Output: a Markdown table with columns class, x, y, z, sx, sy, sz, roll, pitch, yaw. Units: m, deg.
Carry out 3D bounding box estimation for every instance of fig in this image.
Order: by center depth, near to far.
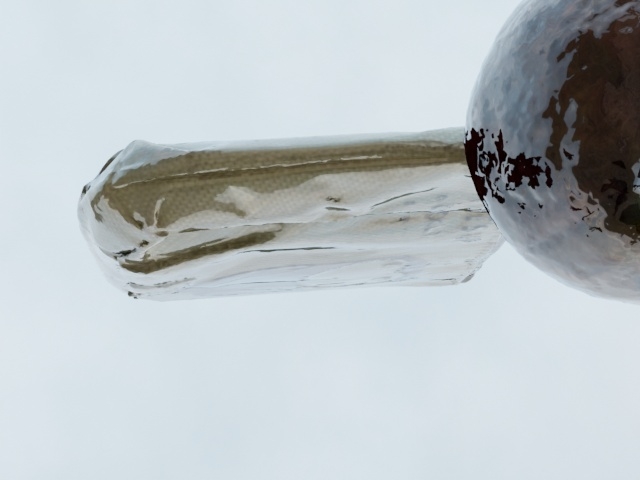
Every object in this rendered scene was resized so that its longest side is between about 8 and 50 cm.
| class | x | y | z | sx | sy | sz | roll | pitch | yaw |
| --- | --- | --- | --- | --- | --- | --- | --- | --- | --- |
| fig | 0.124 | -0.041 | 0.515 | 0.148 | 0.202 | 0.149 | 51 | -45 | 10 |

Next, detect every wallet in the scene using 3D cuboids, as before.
| class | x | y | z | sx | sy | sz | roll | pitch | yaw |
| --- | --- | --- | --- | --- | --- | --- | --- | --- | --- |
| wallet | 0.001 | -0.003 | 0.763 | 0.274 | 0.335 | 0.068 | 0 | -102 | -3 |
